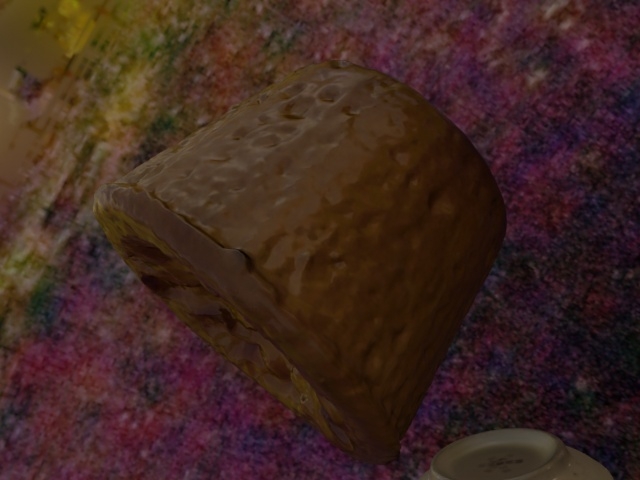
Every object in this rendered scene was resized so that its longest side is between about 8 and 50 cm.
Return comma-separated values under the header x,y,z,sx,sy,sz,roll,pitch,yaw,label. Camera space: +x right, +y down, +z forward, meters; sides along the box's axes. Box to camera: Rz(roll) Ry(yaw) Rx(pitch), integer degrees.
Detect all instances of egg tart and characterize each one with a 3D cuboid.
x,y,z,sx,sy,sz,roll,pitch,yaw,label
0.000,0.000,0.413,0.147,0.202,0.203,-48,21,-16,egg tart

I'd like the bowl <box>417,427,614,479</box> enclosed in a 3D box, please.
x,y,z,sx,sy,sz,roll,pitch,yaw,label
0.177,0.259,0.735,0.238,0.238,0.126,-4,101,62,bowl
